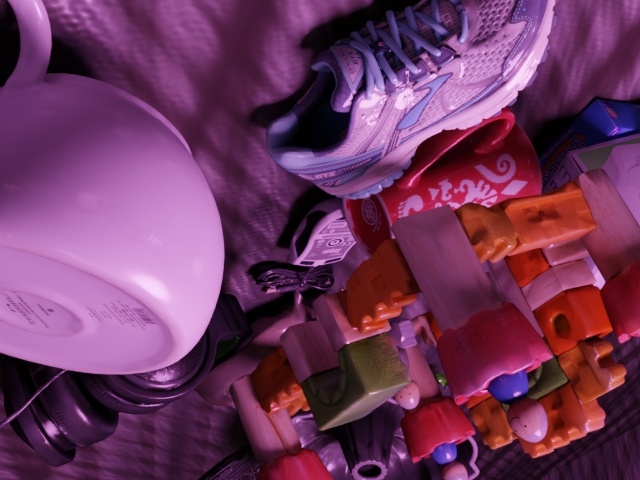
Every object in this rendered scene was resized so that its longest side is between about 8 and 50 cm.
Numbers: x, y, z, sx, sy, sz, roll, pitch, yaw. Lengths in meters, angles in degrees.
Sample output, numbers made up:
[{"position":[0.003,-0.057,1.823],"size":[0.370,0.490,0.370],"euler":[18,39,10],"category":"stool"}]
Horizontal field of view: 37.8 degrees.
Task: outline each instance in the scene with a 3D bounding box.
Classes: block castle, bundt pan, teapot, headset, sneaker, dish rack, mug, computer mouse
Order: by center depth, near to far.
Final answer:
[{"position":[-0.178,-0.032,0.662],"size":[0.252,0.187,0.256],"euler":[24,149,-23],"category":"teapot"},{"position":[0.066,-0.132,0.757],"size":[0.122,0.110,0.283],"euler":[10,137,-44],"category":"sneaker"},{"position":[0.112,-0.064,0.907],"size":[0.169,0.113,0.150],"euler":[-22,121,-22],"category":"mug"},{"position":[0.130,0.140,0.946],"size":[0.303,0.213,0.453],"euler":[-12,158,-35],"category":"block castle"},{"position":[-0.237,0.110,0.956],"size":[0.243,0.185,0.394],"euler":[-32,168,22],"category":"headset"},{"position":[0.000,0.000,1.015],"size":[0.106,0.042,0.193],"euler":[-3,152,-28],"category":"computer mouse"},{"position":[0.069,0.307,1.428],"size":[0.331,0.124,0.331],"euler":[-2,128,-2],"category":"bundt pan"},{"position":[-0.084,0.431,1.684],"size":[0.271,0.074,0.208],"euler":[4,141,-43],"category":"dish rack"}]

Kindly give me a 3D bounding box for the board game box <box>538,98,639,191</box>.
[{"position":[0.352,-0.095,1.126],"size":[0.210,0.047,0.160],"euler":[-3,146,-38],"category":"board game box"}]

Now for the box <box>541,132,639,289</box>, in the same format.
[{"position":[0.381,-0.017,1.094],"size":[0.262,0.127,0.231],"euler":[-15,151,-19],"category":"box"}]

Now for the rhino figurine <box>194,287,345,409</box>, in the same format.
[{"position":[-0.061,0.131,1.162],"size":[0.243,0.073,0.106],"euler":[-37,154,20],"category":"rhino figurine"}]

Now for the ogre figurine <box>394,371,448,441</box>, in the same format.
[{"position":[0.114,0.271,1.546],"size":[0.197,0.097,0.118],"euler":[-17,138,-48],"category":"ogre figurine"}]
